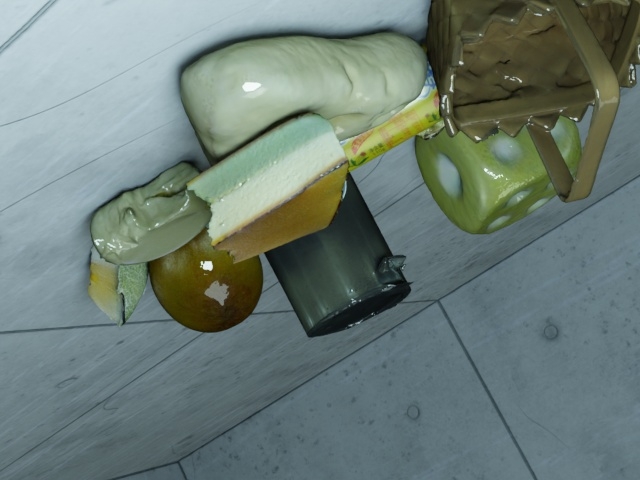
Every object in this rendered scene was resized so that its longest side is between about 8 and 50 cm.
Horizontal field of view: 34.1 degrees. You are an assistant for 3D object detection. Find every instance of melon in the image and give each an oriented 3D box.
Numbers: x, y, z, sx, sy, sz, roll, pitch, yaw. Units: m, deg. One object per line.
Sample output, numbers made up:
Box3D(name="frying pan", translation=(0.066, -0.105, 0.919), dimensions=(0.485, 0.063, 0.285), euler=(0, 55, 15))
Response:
Box3D(name="melon", translation=(-0.342, 0.038, 1.795), dimensions=(0.139, 0.093, 0.202), euler=(-49, 154, -47))

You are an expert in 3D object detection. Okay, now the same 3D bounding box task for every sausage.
Box3D(name="sausage", translation=(0.092, -0.202, 1.631), dimensions=(0.347, 0.123, 0.123), euler=(-30, 164, 9))

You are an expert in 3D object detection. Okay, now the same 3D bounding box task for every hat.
Box3D(name="hat", translation=(0.189, -0.226, 1.843), dimensions=(0.077, 0.059, 0.076), euler=(-41, 144, 24))

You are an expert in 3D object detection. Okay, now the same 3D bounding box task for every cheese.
Box3D(name="cheese", translation=(-0.023, -0.206, 1.404), dimensions=(0.351, 0.129, 0.328), euler=(-27, 167, 5))
Box3D(name="cheese", translation=(-0.250, -0.044, 1.635), dimensions=(0.202, 0.091, 0.175), euler=(-34, 163, 18))

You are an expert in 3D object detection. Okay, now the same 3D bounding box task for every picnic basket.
Box3D(name="picnic basket", translation=(0.300, -0.236, 1.406), dimensions=(0.291, 0.321, 0.254), euler=(-13, 148, -8))

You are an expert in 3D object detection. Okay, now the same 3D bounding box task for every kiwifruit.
Box3D(name="kiwifruit", translation=(-0.200, 0.052, 1.830), dimensions=(0.196, 0.196, 0.234), euler=(-24, 142, -13))

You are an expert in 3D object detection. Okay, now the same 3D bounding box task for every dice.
Box3D(name="dice", translation=(0.334, -0.165, 1.973), dimensions=(0.233, 0.226, 0.238), euler=(-25, 163, -17))

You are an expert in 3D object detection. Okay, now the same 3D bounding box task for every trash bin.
Box3D(name="trash bin", translation=(0.000, 0.000, 1.793), dimensions=(0.203, 0.301, 0.252), euler=(-11, 157, -47))

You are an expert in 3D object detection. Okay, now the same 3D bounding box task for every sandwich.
Box3D(name="sandwich", translation=(-0.071, -0.066, 1.359), dimensions=(0.186, 0.108, 0.220), euler=(-20, 163, -15))

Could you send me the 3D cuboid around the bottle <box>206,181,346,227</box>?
Box3D(name="bottle", translation=(-0.086, -0.071, 1.643), dimensions=(0.082, 0.082, 0.286), euler=(-12, -178, -44))
